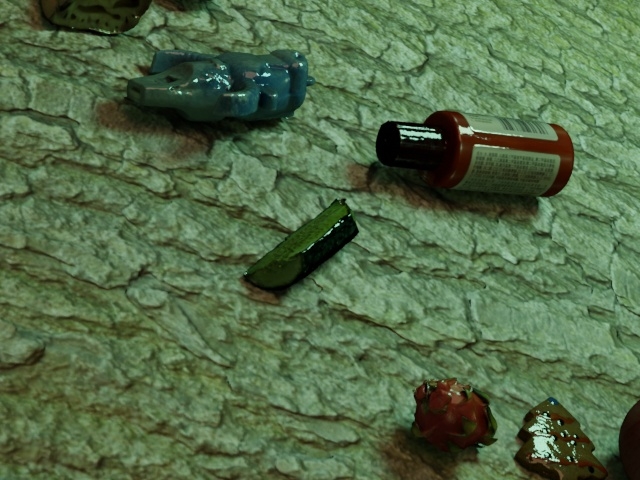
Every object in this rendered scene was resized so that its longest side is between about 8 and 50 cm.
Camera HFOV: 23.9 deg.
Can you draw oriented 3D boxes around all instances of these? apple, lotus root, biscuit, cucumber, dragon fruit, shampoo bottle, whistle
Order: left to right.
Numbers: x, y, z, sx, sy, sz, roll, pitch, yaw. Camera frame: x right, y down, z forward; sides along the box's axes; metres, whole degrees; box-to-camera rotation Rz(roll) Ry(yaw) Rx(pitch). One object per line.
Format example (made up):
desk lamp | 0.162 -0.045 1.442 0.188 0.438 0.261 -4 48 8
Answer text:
lotus root | -0.281 -0.331 1.960 0.159 0.095 0.135 -22 46 1
whistle | -0.119 -0.195 1.911 0.269 0.093 0.180 -6 28 -37
cucumber | 0.000 0.000 1.806 0.220 0.070 0.046 -41 106 -48
dragon fruit | 0.151 0.197 1.681 0.116 0.086 0.081 39 64 -50
shampoo bottle | 0.202 -0.118 2.025 0.278 0.104 0.104 4 46 -30
biscuit | 0.277 0.234 1.768 0.119 0.019 0.130 14 41 -20
apple | 0.424 0.245 1.774 0.153 0.120 0.153 13 43 -13
